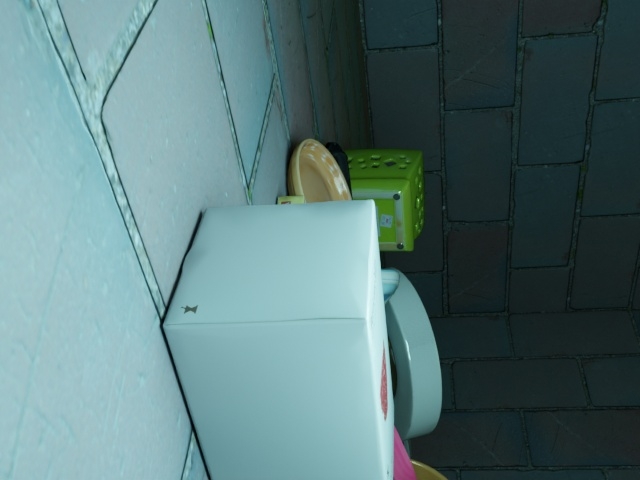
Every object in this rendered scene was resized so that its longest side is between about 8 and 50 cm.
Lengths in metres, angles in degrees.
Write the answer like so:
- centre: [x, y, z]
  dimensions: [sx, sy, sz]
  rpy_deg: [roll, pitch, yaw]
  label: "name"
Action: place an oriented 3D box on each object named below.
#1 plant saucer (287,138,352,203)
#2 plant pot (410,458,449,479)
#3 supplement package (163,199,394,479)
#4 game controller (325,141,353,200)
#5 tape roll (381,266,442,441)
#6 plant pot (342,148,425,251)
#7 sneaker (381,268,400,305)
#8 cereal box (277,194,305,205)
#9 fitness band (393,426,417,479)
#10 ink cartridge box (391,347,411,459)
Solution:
- centre: [-0.001, -0.073, 1.317]
  dimensions: [0.200, 0.037, 0.200]
  rpy_deg: [46, 35, -45]
  label: "plant saucer"
- centre: [0.149, 0.624, 1.608]
  dimensions: [0.291, 0.290, 0.204]
  rpy_deg: [-80, -179, -60]
  label: "plant pot"
- centre: [-0.021, 0.130, 0.767]
  dimensions: [0.178, 0.175, 0.293]
  rpy_deg: [-81, 166, -53]
  label: "supplement package"
- centre: [0.033, -0.061, 1.763]
  dimensions: [0.166, 0.067, 0.319]
  rpy_deg: [-65, 154, -44]
  label: "game controller"
- centre: [0.160, 0.254, 1.755]
  dimensions: [0.392, 0.071, 0.392]
  rpy_deg: [170, -90, -75]
  label: "tape roll"
- centre: [0.143, -0.092, 1.968]
  dimensions: [0.207, 0.227, 0.228]
  rpy_deg: [-65, 153, -60]
  label: "plant pot"
- centre: [0.086, 0.176, 1.567]
  dimensions: [0.319, 0.127, 0.208]
  rpy_deg: [116, -24, -73]
  label: "sneaker"
- centre: [-0.032, 0.073, 1.195]
  dimensions: [0.240, 0.047, 0.173]
  rpy_deg: [78, 10, -47]
  label: "cereal box"
- centre: [0.088, 0.358, 1.447]
  dimensions: [0.291, 0.054, 0.209]
  rpy_deg: [64, -21, -7]
  label: "fitness band"
- centre: [0.202, 0.440, 2.102]
  dimensions: [0.324, 0.071, 0.330]
  rpy_deg: [75, 11, -55]
  label: "ink cartridge box"
